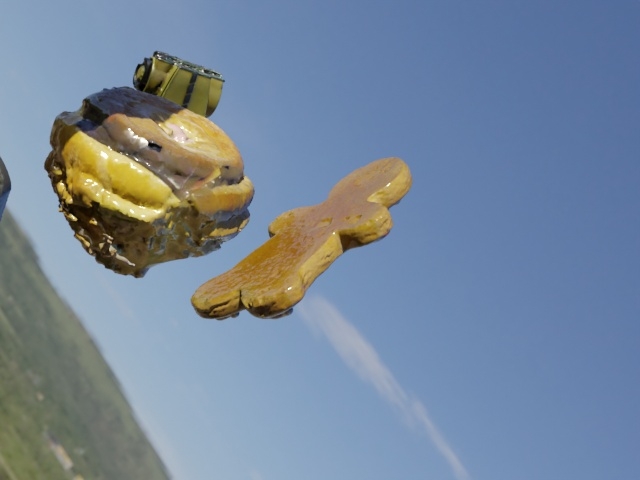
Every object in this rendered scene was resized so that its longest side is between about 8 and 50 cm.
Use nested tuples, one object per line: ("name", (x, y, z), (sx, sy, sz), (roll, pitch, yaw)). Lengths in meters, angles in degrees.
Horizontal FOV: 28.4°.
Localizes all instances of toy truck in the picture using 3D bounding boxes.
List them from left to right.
("toy truck", (-0.216, -0.123, 1.738), (0.127, 0.257, 0.127), (16, 5, -26))

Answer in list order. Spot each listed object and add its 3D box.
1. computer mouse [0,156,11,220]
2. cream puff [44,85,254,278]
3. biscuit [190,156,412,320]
("computer mouse", (-0.562, -0.044, 1.952), (0.137, 0.086, 0.270), (47, -47, 21))
("cream puff", (-0.149, -0.044, 1.071), (0.189, 0.189, 0.129), (44, -64, 38))
("biscuit", (0.000, 0.000, 1.451), (0.197, 0.301, 0.049), (2, -53, 49))
